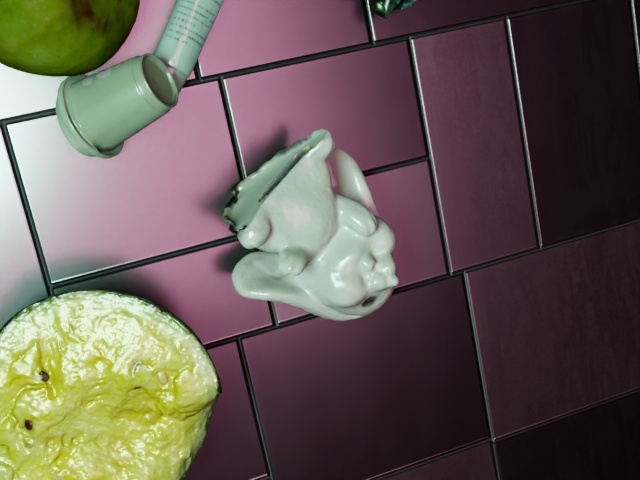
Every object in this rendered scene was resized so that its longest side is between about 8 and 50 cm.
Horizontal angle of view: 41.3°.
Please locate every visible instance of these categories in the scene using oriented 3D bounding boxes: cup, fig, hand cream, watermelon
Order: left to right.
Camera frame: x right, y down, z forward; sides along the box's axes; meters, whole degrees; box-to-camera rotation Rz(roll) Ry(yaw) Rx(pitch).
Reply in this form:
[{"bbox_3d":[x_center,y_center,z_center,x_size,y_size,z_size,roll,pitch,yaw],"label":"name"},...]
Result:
[{"bbox_3d":[-0.351,-0.308,1.069,0.225,0.203,0.203,-8,105,24],"label":"fig"},{"bbox_3d":[-0.305,0.226,1.162,0.331,0.189,0.330,0,86,-7],"label":"watermelon"},{"bbox_3d":[-0.265,-0.180,1.118,0.141,0.120,0.120,-19,108,23],"label":"cup"},{"bbox_3d":[-0.159,-0.351,1.176,0.085,0.058,0.331,23,92,-16],"label":"hand cream"}]

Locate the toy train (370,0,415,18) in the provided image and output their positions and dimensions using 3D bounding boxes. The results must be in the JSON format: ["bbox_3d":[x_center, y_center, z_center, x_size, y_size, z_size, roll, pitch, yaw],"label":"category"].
[{"bbox_3d":[0.107,-0.429,1.228,0.154,0.107,0.198,31,89,-12],"label":"toy train"}]

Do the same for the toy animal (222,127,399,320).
[{"bbox_3d":[-0.017,0.000,1.225,0.249,0.174,0.289,-30,106,-23],"label":"toy animal"}]
